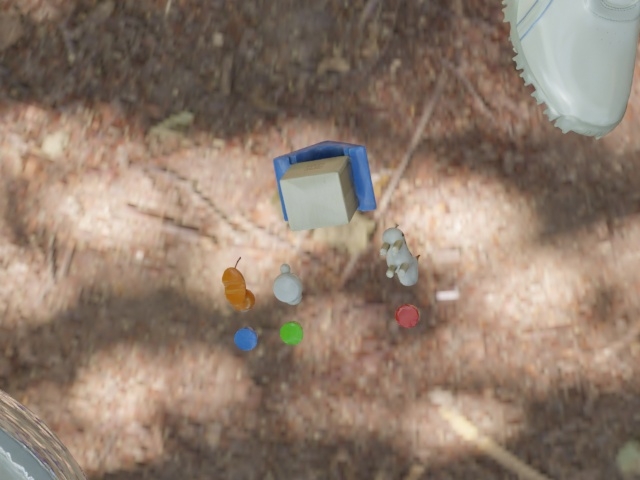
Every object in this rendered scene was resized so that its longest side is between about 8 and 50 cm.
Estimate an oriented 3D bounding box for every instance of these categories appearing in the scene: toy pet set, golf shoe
[{"bbox_3d":[0.000,0.000,1.078,0.122,0.065,0.114,-8,107,14],"label":"toy pet set"},{"bbox_3d":[0.135,-0.139,0.812,0.069,0.086,0.176,0,84,-29],"label":"golf shoe"}]

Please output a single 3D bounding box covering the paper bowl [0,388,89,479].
[{"bbox_3d":[-0.250,0.205,0.881,0.284,0.148,0.284,0,92,-3],"label":"paper bowl"}]
